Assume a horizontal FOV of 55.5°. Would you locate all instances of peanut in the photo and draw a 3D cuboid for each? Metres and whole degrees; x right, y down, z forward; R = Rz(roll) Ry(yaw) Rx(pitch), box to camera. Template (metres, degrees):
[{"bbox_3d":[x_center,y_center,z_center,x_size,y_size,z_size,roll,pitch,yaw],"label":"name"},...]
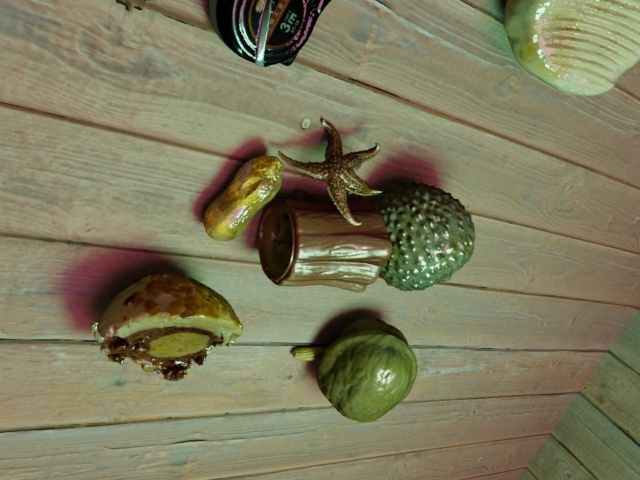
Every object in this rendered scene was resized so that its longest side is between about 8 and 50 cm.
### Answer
[{"bbox_3d":[-0.150,-0.084,1.194,0.207,0.087,0.087,-48,135,7],"label":"peanut"}]

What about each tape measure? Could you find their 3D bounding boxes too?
[{"bbox_3d":[-0.090,-0.385,1.004,0.181,0.107,0.182,21,107,-45],"label":"tape measure"}]

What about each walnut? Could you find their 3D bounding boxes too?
[{"bbox_3d":[0.117,0.341,1.583,0.282,0.227,0.283,1,121,1],"label":"walnut"}]

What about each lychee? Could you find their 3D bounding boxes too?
[{"bbox_3d":[0.224,-0.008,1.411,0.255,0.255,0.274,-44,103,1],"label":"lychee"}]

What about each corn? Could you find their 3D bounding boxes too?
[{"bbox_3d":[-0.032,0.294,1.578,0.092,0.037,0.037,9,115,-36],"label":"corn"}]

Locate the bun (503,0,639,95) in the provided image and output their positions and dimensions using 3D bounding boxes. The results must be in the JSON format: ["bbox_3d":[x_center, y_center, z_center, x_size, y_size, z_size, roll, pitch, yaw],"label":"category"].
[{"bbox_3d":[0.555,-0.503,1.285,0.364,0.219,0.366,-7,126,-10],"label":"bun"}]

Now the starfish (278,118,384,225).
[{"bbox_3d":[0.031,-0.140,1.222,0.237,0.057,0.213,7,72,-25],"label":"starfish"}]

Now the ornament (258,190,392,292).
[{"bbox_3d":[0.000,0.000,1.286,0.217,0.235,0.222,2,86,-32],"label":"ornament"}]

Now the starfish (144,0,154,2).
[{"bbox_3d":[-0.251,-0.514,0.790,0.383,0.132,0.399,-10,120,-23],"label":"starfish"}]

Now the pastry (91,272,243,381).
[{"bbox_3d":[-0.294,0.146,1.195,0.236,0.170,0.256,-33,140,24],"label":"pastry"}]
